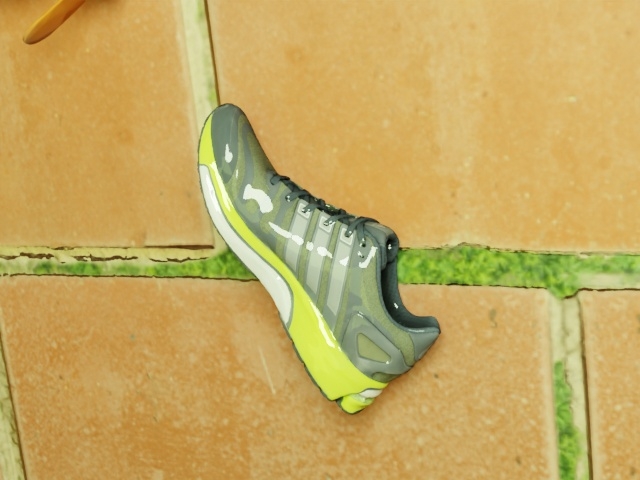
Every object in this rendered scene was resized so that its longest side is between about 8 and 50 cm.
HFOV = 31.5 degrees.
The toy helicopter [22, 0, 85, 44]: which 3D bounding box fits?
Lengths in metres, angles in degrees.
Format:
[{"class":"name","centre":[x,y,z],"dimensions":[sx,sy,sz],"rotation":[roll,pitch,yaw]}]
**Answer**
[{"class":"toy helicopter","centre":[-0.209,-0.327,1.000],"dimensions":[0.355,0.140,0.235],"rotation":[-19,97,28]}]

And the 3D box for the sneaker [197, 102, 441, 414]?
[{"class":"sneaker","centre":[0.000,0.000,1.015],"dimensions":[0.121,0.111,0.300],"rotation":[-32,93,18]}]
